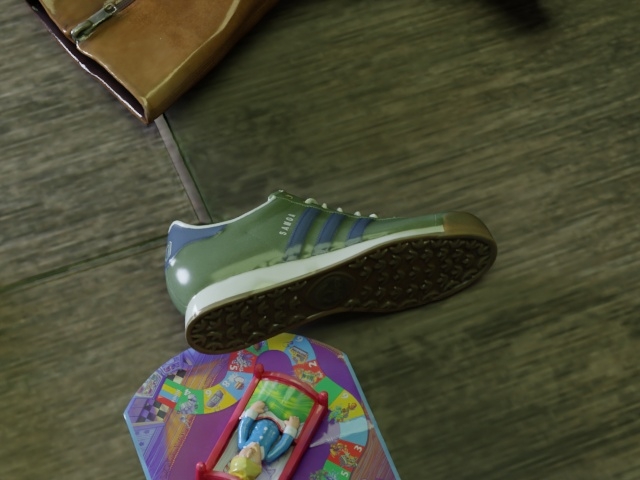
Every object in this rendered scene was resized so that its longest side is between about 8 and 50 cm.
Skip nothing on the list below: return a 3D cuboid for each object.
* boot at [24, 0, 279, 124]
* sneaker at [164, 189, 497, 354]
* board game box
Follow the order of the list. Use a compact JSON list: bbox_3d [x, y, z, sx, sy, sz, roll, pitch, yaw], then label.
[{"bbox_3d":[-0.013,-0.170,1.193,0.280,0.096,0.264,-40,67,-23],"label":"boot"},{"bbox_3d":[0.000,0.000,1.100,0.192,0.064,0.086,-15,51,-17],"label":"sneaker"},{"bbox_3d":[-0.029,0.115,1.044,0.133,0.033,0.169,-16,60,-12],"label":"board game box"}]
